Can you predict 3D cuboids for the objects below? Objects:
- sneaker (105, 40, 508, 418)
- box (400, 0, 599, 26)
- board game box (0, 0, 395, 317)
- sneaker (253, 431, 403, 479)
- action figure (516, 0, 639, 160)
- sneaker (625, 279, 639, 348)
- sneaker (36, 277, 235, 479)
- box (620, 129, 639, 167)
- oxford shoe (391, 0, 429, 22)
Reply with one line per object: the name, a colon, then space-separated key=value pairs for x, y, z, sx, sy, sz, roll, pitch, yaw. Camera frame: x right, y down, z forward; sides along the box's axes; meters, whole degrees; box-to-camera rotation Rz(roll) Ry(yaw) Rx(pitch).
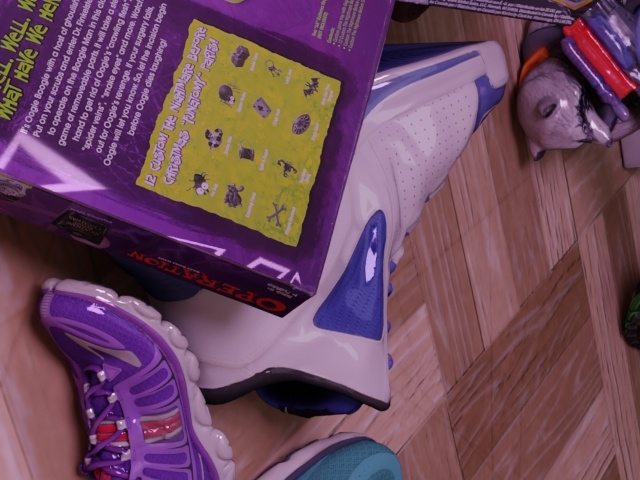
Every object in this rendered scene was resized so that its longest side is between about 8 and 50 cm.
sneaker: x=-0.001 y=0.001 z=0.741 sx=0.315 sy=0.127 sz=0.182 roll=-37 pitch=123 yaw=-45
box: x=0.113 y=-0.287 z=0.795 sx=0.163 sy=0.142 sz=0.247 roll=2 pitch=64 yaw=-29
board game box: x=-0.061 y=-0.156 z=0.604 sx=0.208 sy=0.056 sz=0.346 roll=24 pitch=64 yaw=-18
sneaker: x=-0.010 y=0.215 z=0.707 sx=0.275 sy=0.110 sz=0.107 roll=-48 pitch=127 yaw=-49
action figure: x=0.321 y=-0.147 z=1.149 sx=0.330 sy=0.178 sz=0.341 roll=-26 pitch=81 yaw=-28
sneaker: x=0.425 y=0.055 z=1.416 sx=0.343 sy=0.134 sz=0.146 roll=23 pitch=62 yaw=-65
sneaker: x=-0.096 y=0.091 z=0.622 sx=0.071 sy=0.068 sz=0.170 roll=-52 pitch=131 yaw=-38
box: x=0.391 y=-0.181 z=1.386 sx=0.130 sy=0.091 sz=0.170 roll=-30 pitch=113 yaw=-55
oxford shoe: x=0.101 y=-0.272 z=0.952 sx=0.271 sy=0.097 sz=0.098 roll=-53 pitch=149 yaw=-36
